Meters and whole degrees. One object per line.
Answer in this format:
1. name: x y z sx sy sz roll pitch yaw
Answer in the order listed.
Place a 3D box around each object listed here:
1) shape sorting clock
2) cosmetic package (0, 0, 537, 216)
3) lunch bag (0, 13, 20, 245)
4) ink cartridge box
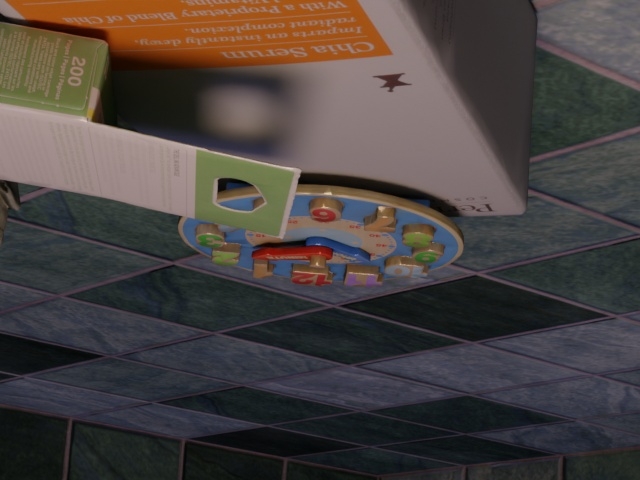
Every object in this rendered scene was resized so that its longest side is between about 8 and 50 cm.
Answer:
1. shape sorting clock: 0.000 0.000 1.213 0.206 0.040 0.206 4 166 1
2. cosmetic package: -0.017 -0.152 1.048 0.230 0.161 0.453 -1 164 18
3. lunch bag: -0.326 -0.098 1.156 0.287 0.235 0.169 0 158 13
4. ink cartridge box: -0.128 -0.065 0.984 0.235 0.056 0.171 10 167 -2
